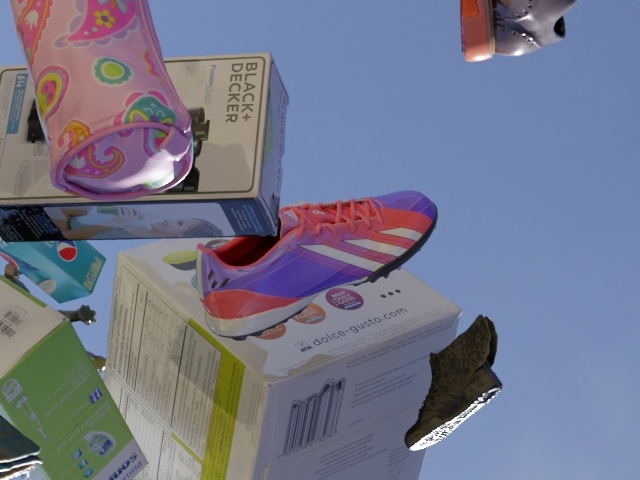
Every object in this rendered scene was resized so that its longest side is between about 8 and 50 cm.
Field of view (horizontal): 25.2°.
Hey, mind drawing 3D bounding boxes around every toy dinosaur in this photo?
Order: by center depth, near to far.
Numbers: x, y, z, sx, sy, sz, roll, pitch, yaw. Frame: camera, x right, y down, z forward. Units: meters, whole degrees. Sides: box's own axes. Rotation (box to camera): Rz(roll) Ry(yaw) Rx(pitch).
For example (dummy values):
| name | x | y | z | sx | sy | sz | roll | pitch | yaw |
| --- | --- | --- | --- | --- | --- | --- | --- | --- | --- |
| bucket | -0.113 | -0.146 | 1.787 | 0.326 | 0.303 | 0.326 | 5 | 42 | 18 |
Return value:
| name | x | y | z | sx | sy | sz | roll | pitch | yaw |
| --- | --- | --- | --- | --- | --- | --- | --- | --- | --- |
| toy dinosaur | -0.428 | 0.122 | 2.053 | 0.160 | 0.313 | 0.121 | -40 | -160 | 40 |

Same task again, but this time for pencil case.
| name | x | y | z | sx | sy | sz | roll | pitch | yaw |
| --- | --- | --- | --- | --- | --- | --- | --- | --- | --- |
| pencil case | -0.185 | -0.172 | 1.159 | 0.124 | 0.124 | 0.284 | -39 | -124 | 37 |

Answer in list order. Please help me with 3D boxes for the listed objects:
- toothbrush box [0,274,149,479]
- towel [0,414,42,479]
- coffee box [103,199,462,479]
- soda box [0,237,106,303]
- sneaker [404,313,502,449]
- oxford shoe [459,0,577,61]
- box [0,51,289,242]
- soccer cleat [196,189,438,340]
| name | x | y | z | sx | sy | sz | roll | pitch | yaw |
| --- | --- | --- | --- | --- | --- | --- | --- | --- | --- |
| toothbrush box | -0.351 | 0.179 | 1.697 | 0.206 | 0.283 | 0.122 | 27 | -121 | 37 |
| towel | -0.377 | 0.117 | 1.192 | 0.040 | 0.271 | 0.370 | -51 | 176 | -4 |
| coffee box | -0.068 | 0.192 | 1.947 | 0.334 | 0.337 | 0.338 | 36 | -51 | 37 |
| soda box | -0.394 | -0.003 | 1.949 | 0.071 | 0.210 | 0.067 | -15 | -137 | 38 |
| sneaker | 0.155 | 0.172 | 1.728 | 0.170 | 0.051 | 0.089 | -39 | -117 | 16 |
| oxford shoe | 0.156 | -0.233 | 1.110 | 0.271 | 0.098 | 0.097 | 76 | 13 | -69 |
| box | -0.184 | -0.092 | 1.428 | 0.290 | 0.087 | 0.169 | 0 | -116 | 11 |
| soccer cleat | 0.000 | 0.000 | 1.666 | 0.108 | 0.318 | 0.116 | 35 | -35 | 53 |
